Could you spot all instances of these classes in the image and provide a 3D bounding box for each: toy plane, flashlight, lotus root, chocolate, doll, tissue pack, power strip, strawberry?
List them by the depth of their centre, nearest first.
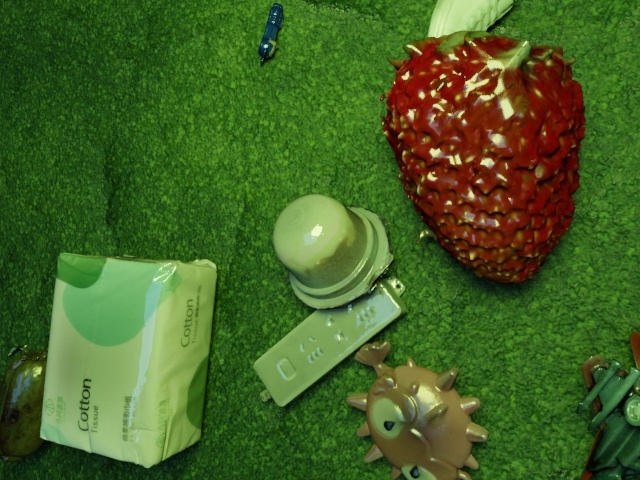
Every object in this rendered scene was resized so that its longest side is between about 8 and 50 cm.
[{"bbox_3d":[0.421,0.270,0.639,0.223,0.104,0.326,20,97,-7],"label":"toy plane"},{"bbox_3d":[0.217,-0.117,0.686,0.292,0.292,0.343,9,101,22],"label":"strawberry"},{"bbox_3d":[0.146,0.276,0.751,0.211,0.093,0.262,-35,77,22],"label":"doll"},{"bbox_3d":[0.002,0.004,0.773,0.221,0.147,0.221,-13,62,26],"label":"chocolate"},{"bbox_3d":[0.007,0.177,0.835,0.338,0.058,0.098,-42,72,14],"label":"power strip"},{"bbox_3d":[-0.357,0.203,0.904,0.266,0.194,0.356,4,87,21],"label":"tissue pack"},{"bbox_3d":[-0.095,-0.409,0.942,0.035,0.057,0.121,17,84,-13],"label":"flashlight"},{"bbox_3d":[-0.633,0.354,1.039,0.124,0.123,0.241,18,96,51],"label":"lotus root"}]

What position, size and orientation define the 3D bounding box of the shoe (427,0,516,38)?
[{"bbox_3d":[0.258,-0.385,0.769,0.110,0.095,0.265,19,90,21],"label":"shoe"}]
